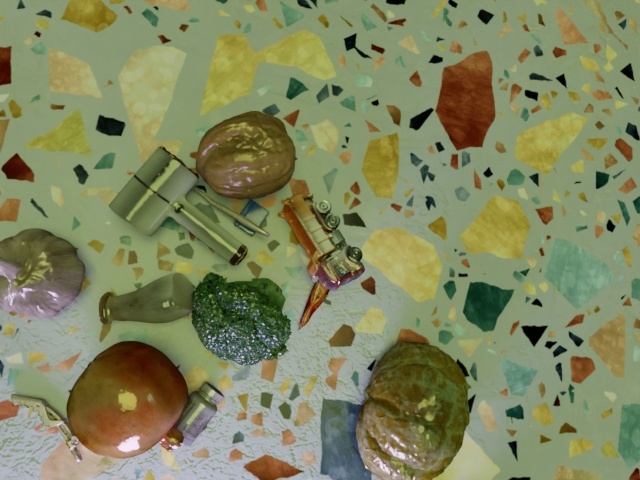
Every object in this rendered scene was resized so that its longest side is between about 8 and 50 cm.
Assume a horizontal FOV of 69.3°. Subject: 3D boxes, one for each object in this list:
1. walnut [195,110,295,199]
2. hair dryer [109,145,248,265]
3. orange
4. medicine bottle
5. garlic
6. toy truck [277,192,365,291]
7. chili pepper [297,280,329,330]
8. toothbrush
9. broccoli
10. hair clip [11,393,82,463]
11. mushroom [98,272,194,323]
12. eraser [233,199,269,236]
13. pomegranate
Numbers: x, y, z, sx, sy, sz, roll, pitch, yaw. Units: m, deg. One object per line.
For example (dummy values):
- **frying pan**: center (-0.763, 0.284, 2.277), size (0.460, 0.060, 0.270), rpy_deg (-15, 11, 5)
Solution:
- **walnut**: center (-0.194, -0.213, 1.198), size (0.257, 0.257, 0.224), rpy_deg (-13, 52, -14)
- **hair dryer**: center (-0.322, -0.049, 1.172), size (0.362, 0.128, 0.203), rpy_deg (39, 85, -6)
- **orange**: center (0.252, 0.446, 1.182), size (0.271, 0.210, 0.368), rpy_deg (24, 74, -4)
- **medicine bottle**: center (-0.305, 0.421, 1.133), size (0.079, 0.079, 0.140), rpy_deg (39, 76, -3)
- **garlic**: center (-0.667, 0.073, 1.050), size (0.219, 0.212, 0.218), rpy_deg (1, 80, -5)
- **toy truck**: center (0.000, 0.000, 1.236), size (0.135, 0.114, 0.270), rpy_deg (-29, 78, -18)
- **chili pepper**: center (-0.016, 0.169, 1.261), size (0.045, 0.027, 0.178), rpy_deg (27, 76, -2)
- **toothbrush**: center (-0.269, -0.086, 1.234), size (0.307, 0.025, 0.029), rpy_deg (31, 84, 4)
- **broccoli**: center (-0.190, 0.183, 1.139), size (0.269, 0.261, 0.241), rpy_deg (20, 46, 30)
- **hair clip**: center (-0.624, 0.420, 1.091), size (0.226, 0.034, 0.072), rpy_deg (42, 72, -1)
- **mushroom**: center (-0.428, 0.160, 1.153), size (0.225, 0.093, 0.116), rpy_deg (-18, 73, -5)
- **eraser**: center (-0.188, -0.062, 1.264), size (0.063, 0.027, 0.084), rpy_deg (35, 76, -5)
- **pomegranate**: center (-0.412, 0.362, 1.033), size (0.270, 0.252, 0.229), rpy_deg (43, 80, -7)
